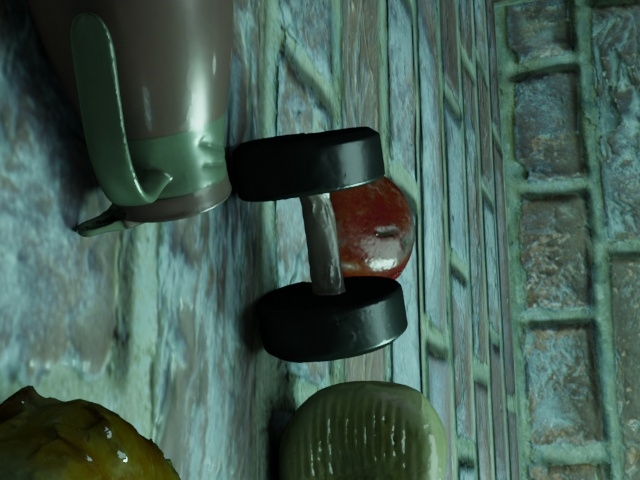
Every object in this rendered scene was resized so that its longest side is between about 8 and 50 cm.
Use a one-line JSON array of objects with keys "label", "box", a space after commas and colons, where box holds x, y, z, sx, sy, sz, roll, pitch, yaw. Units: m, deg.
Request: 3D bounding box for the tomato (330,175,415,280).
[{"label": "tomato", "box": [0.075, -0.020, 1.250, 0.189, 0.099, 0.173, 43, 47, -61]}]

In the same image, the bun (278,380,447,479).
[{"label": "bun", "box": [0.051, 0.246, 0.981, 0.128, 0.178, 0.193, 31, 54, -69]}]

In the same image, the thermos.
[{"label": "thermos", "box": [-0.127, -0.137, 0.629, 0.176, 0.146, 0.265, -69, 155, -65]}]

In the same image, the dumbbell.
[{"label": "dumbbell", "box": [0.000, 0.000, 0.942, 0.152, 0.152, 0.218, -35, 118, -69]}]

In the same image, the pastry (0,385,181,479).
[{"label": "pastry", "box": [-0.150, 0.197, 0.526, 0.218, 0.100, 0.229, -4, 94, -67]}]
